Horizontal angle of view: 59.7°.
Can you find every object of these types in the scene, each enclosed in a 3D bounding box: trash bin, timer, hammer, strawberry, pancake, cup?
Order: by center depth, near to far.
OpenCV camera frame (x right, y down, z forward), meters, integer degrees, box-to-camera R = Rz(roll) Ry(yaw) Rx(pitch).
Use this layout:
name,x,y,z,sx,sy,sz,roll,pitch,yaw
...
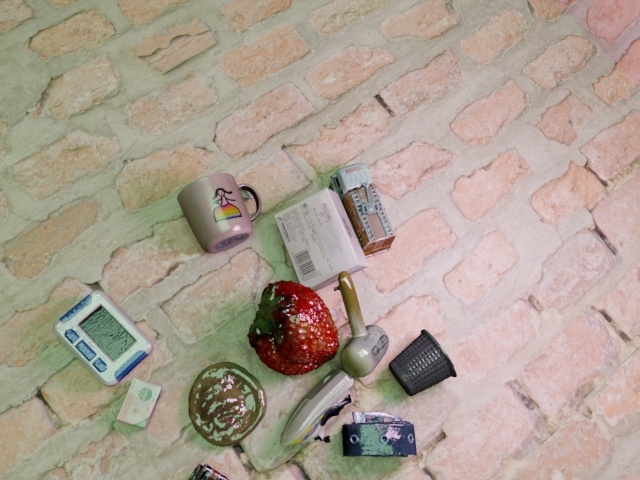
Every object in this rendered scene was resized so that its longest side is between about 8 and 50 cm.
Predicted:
name,x,y,z,sx,sy,sz,roll,pitch,yaw
pancake,-0.273,0.478,1.642,0.242,0.050,0.242,3,71,-8
timer,-0.637,0.288,1.643,0.253,0.078,0.178,44,68,7
strawberry,-0.065,0.266,1.664,0.288,0.250,0.238,28,42,-25
hammer,0.106,0.239,1.669,0.113,0.202,0.305,-15,97,25
trash bin,0.303,0.388,1.708,0.161,0.175,0.175,-34,78,-5
cup,-0.298,-0.088,1.774,0.253,0.191,0.200,-20,77,-31

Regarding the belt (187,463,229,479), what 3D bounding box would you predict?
name,x,y,z,sx,sy,sz,roll,pitch,yaw
belt,-0.384,0.775,1.492,0.094,0.126,0.359,36,75,-5

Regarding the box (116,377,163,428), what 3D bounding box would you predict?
name,x,y,z,sx,sy,sz,roll,pitch,yaw
box,-0.522,0.471,1.612,0.089,0.043,0.125,18,70,-2

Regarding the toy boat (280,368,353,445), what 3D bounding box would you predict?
name,x,y,z,sx,sy,sz,roll,pitch,yaw
toy boat,-0.001,0.504,1.634,0.141,0.141,0.269,33,72,4

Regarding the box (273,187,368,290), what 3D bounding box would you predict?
name,x,y,z,sx,sy,sz,roll,pitch,yaw
box,0.001,0.001,1.775,0.203,0.116,0.274,-27,74,16

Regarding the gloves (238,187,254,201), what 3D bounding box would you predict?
name,x,y,z,sx,sy,sz,roll,pitch,yaw
gloves,-0.262,-0.156,1.878,0.081,0.037,0.044,11,105,-10

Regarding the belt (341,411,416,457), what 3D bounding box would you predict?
name,x,y,z,sx,sy,sz,roll,pitch,yaw
belt,0.173,0.569,1.636,0.218,0.122,0.128,3,67,-6

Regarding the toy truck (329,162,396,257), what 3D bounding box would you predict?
name,x,y,z,sx,sy,sz,roll,pitch,yaw
toy truck,0.138,-0.108,1.847,0.136,0.162,0.305,-17,74,-13
